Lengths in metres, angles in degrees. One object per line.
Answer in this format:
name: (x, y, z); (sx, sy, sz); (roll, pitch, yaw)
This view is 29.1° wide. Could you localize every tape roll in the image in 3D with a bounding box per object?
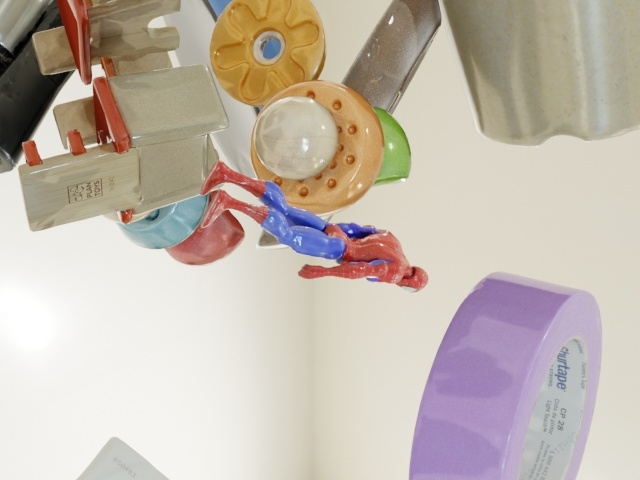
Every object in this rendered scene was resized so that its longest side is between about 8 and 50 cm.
tape roll: (0.182, 0.172, 1.172); (0.090, 0.275, 0.275); (13, -64, 28)

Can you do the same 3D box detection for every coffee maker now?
coffee maker: (-0.280, -0.149, 1.140); (0.171, 0.178, 0.120); (33, -24, -14)

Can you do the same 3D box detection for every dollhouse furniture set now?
dollhouse furniture set: (-0.164, -0.145, 0.845); (0.262, 0.135, 0.259); (101, -29, -58)

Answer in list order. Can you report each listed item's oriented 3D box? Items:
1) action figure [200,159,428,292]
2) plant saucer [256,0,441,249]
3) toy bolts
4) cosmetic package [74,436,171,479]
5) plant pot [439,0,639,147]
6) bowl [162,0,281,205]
action figure: (0.000, 0.000, 0.558); (0.115, 0.038, 0.030); (20, -61, -21)
plant saucer: (0.036, -0.115, 1.180); (0.050, 0.311, 0.311); (29, -52, 1)
toy bolts: (-0.079, -0.090, 0.949); (0.228, 0.158, 0.218); (-29, -105, 15)
cosmetic package: (-0.211, 0.329, 0.899); (0.156, 0.217, 0.385); (39, -40, 1)
plant pot: (0.247, -0.271, 1.267); (0.333, 0.334, 0.306); (3, -66, 39)
bowl: (-0.106, -0.218, 1.574); (0.391, 0.077, 0.391); (58, -14, 25)
